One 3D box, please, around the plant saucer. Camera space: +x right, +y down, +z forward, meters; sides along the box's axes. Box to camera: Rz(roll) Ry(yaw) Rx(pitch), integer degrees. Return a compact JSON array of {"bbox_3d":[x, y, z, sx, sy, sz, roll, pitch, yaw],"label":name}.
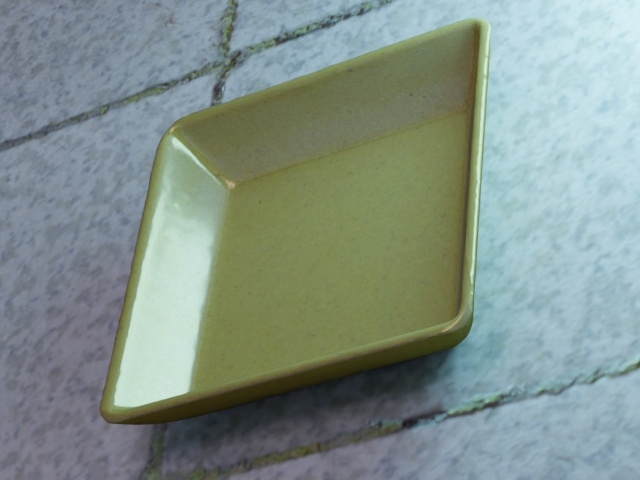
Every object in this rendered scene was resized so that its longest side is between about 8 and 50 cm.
[{"bbox_3d":[0.000,0.000,1.557,0.333,0.081,0.332,-17,45,27],"label":"plant saucer"}]
